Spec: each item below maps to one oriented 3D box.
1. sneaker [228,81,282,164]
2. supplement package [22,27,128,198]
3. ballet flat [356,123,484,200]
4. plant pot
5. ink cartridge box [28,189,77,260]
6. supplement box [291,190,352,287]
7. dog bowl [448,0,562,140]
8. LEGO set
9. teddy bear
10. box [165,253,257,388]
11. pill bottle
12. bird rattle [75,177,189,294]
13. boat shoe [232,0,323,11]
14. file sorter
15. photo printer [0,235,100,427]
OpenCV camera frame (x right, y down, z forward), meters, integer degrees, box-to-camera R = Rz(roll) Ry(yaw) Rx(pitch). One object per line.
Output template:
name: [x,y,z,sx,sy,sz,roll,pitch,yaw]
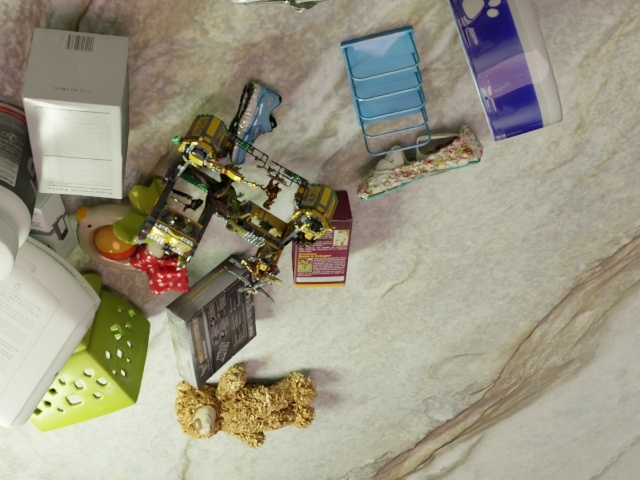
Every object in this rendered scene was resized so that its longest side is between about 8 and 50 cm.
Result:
sneaker: [-0.110,-0.187,1.460,0.073,0.063,0.162,9,134,-22]
supplement package: [-0.366,-0.187,1.327,0.139,0.133,0.244,5,149,-10]
ballet flat: [0.170,-0.144,1.548,0.241,0.091,0.077,-19,105,5]
plant pot: [-0.491,0.208,1.701,0.227,0.228,0.207,-18,130,13]
ink cartridge box: [-0.507,-0.035,1.530,0.109,0.063,0.150,12,139,14]
supplement box: [0.000,0.000,1.656,0.104,0.080,0.188,-2,136,-6]
dog bowl: [0.265,-0.284,1.270,0.104,0.264,0.265,-17,136,13]
LEGO set: [-0.149,-0.029,1.439,0.331,0.192,0.255,36,144,-22]
teddy bear: [-0.170,0.395,2.020,0.338,0.113,0.245,10,131,-18]
box: [-0.212,0.164,1.733,0.183,0.056,0.231,-41,148,-31]
pill bottle: [-0.528,-0.073,1.352,0.161,0.283,0.161,-4,136,-4]
bird rattle: [-0.343,-0.004,1.605,0.207,0.143,0.253,5,149,3]
boat shoe: [-0.026,-0.371,1.270,0.220,0.077,0.070,-13,135,2]
file sorter: [0.111,-0.237,1.410,0.118,0.104,0.170,-12,137,5]
photo printer: [-0.548,0.139,1.513,0.256,0.107,0.307,35,105,0]
